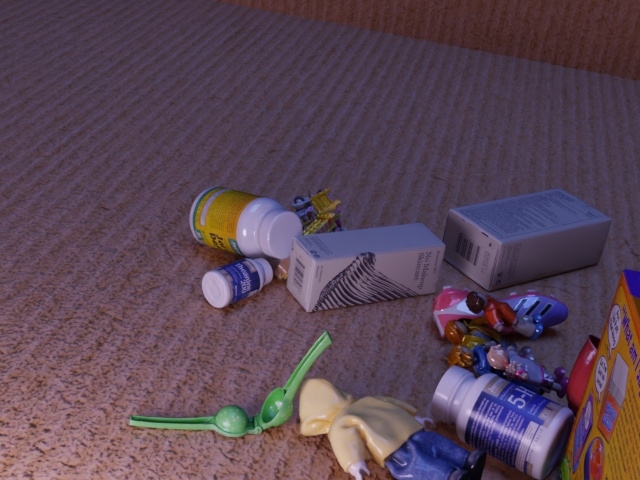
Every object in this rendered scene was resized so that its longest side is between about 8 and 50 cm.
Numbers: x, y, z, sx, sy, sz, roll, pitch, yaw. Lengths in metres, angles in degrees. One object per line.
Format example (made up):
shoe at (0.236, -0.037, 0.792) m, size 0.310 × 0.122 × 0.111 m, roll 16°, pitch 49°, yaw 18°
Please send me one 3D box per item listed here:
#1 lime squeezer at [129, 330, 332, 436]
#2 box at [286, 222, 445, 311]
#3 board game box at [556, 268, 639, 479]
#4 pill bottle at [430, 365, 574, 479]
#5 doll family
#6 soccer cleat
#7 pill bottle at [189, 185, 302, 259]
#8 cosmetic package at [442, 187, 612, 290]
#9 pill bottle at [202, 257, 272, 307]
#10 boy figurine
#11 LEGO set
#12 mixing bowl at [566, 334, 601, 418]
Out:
lime squeezer at (-0.109, 0.236, 1.449) m, size 0.310 × 0.110 × 0.059 m, roll -23°, pitch 47°, yaw 5°
box at (0.082, 0.046, 1.849) m, size 0.275 × 0.113 × 0.094 m, roll -8°, pitch 32°, yaw -26°
board game box at (0.510, 0.297, 1.212) m, size 0.356 × 0.356 × 0.356 m, roll 10°, pitch 27°, yaw 3°
pill bottle at (0.261, 0.258, 1.486) m, size 0.186 × 0.112 × 0.112 m, roll 23°, pitch 31°, yaw 27°
doll family at (0.279, 0.186, 1.638) m, size 0.163 × 0.118 × 0.263 m, roll 22°, pitch 23°, yaw -14°
soccer cleat at (0.317, 0.138, 1.788) m, size 0.248 × 0.083 × 0.095 m, roll 7°, pitch 51°, yaw -10°
pill bottle at (-0.135, -0.028, 1.880) m, size 0.208 × 0.117 × 0.117 m, roll 15°, pitch 25°, yaw 42°
cosmetic package at (0.411, -0.008, 2.042) m, size 0.309 × 0.113 × 0.160 m, roll -9°, pitch 32°, yaw -32°
pill bottle at (-0.142, 0.070, 1.784) m, size 0.067 × 0.067 × 0.120 m, roll 29°, pitch 34°, yaw 35°
boy figurine at (0.079, 0.280, 1.417) m, size 0.285 × 0.092 × 0.177 m, roll 21°, pitch 30°, yaw 25°
LEGO set at (0.000, 0.000, 1.967) m, size 0.132 × 0.107 × 0.287 m, roll -21°, pitch 25°, yaw 20°
mixing bowl at (0.426, 0.235, 1.486) m, size 0.181 × 0.098 × 0.181 m, roll 37°, pitch 15°, yaw -12°
